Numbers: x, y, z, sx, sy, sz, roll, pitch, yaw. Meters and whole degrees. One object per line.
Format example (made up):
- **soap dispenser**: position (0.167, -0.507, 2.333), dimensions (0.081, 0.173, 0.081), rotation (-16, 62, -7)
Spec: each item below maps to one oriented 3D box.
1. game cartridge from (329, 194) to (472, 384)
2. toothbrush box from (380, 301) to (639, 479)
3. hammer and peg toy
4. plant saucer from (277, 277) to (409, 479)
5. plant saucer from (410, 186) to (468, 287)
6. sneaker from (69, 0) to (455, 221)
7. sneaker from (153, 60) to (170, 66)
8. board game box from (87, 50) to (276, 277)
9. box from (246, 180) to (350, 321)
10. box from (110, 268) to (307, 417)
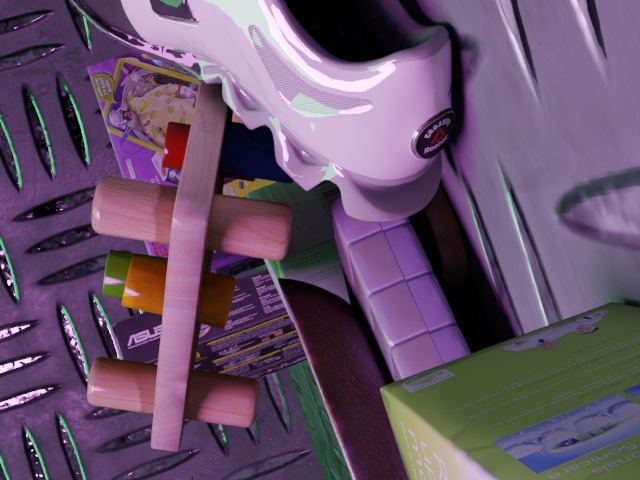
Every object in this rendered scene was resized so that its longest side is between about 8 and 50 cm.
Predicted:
- **game cartridge**: position (0.083, 0.123, 0.875), dimensions (0.355, 0.068, 0.230), rotation (76, 177, -65)
- **toothbrush box**: position (0.131, 0.147, 0.396), dimensions (0.283, 0.122, 0.206), rotation (-164, 55, -79)
- **hammer and peg toy**: position (-0.085, -0.060, 0.895), dimensions (0.266, 0.127, 0.361), rotation (103, 174, -46)
- **plant saucer**: position (0.042, 0.166, 0.895), dimensions (0.310, 0.050, 0.310), rotation (159, 90, -86)
- **plant saucer**: position (0.078, -0.005, 0.812), dimensions (0.083, 0.015, 0.083), rotation (161, 90, -83)
- **sneaker**: position (-0.044, -0.164, 0.725), dimensions (0.330, 0.122, 0.146), rotation (37, 144, 19)
- **sneaker**: position (-0.102, -0.209, 1.095), dimensions (0.240, 0.126, 0.091), rotation (43, -157, -81)
- **board game box**: position (-0.160, -0.113, 1.555), dimensions (0.056, 0.208, 0.347), rotation (89, 162, -66)
- **box**: position (0.000, 0.000, 1.063), dimensions (0.101, 0.102, 0.087), rotation (-118, 10, -46)
- **box**: position (-0.096, 0.112, 1.403), dimensions (0.216, 0.270, 0.060), rotation (87, 161, -67)
